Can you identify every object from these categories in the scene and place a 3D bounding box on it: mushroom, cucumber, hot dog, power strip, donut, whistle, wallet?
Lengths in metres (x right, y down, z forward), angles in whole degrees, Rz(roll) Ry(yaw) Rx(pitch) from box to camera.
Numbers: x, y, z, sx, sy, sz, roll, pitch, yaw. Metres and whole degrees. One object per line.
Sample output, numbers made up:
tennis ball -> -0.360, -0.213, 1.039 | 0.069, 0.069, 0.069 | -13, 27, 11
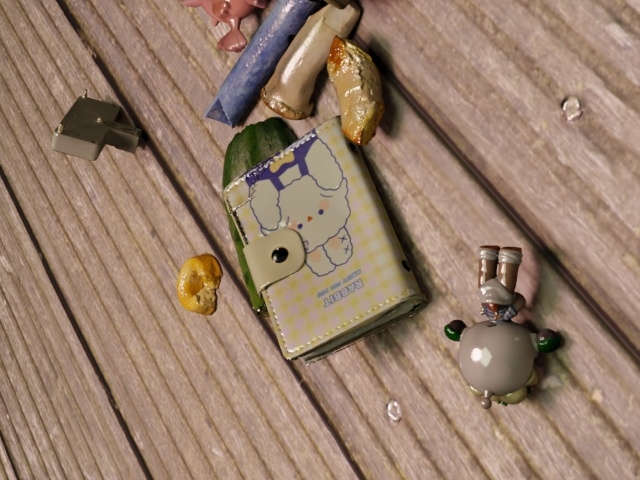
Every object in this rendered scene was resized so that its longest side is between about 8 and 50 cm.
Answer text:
mushroom -> -0.013, -0.271, 1.657 | 0.084, 0.071, 0.209 | 55, 127, 29
cucumber -> -0.078, -0.052, 1.716 | 0.145, 0.105, 0.325 | -35, 61, 47
hot dog -> 0.056, -0.209, 1.569 | 0.078, 0.061, 0.168 | -25, 70, 50
power strip -> -0.411, -0.211, 2.102 | 0.215, 0.145, 0.061 | -87, 14, -63
donut -> -0.214, 0.075, 1.937 | 0.097, 0.043, 0.108 | 20, 102, 50
whistle -> -0.093, -0.291, 1.760 | 0.304, 0.062, 0.062 | -50, 54, 40
wallet -> 0.000, 0.000, 1.577 | 0.223, 0.077, 0.309 | -30, 63, 15

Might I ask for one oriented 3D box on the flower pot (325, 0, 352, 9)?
flower pot -> -0.024, -0.483, 1.506 | 0.307, 0.307, 0.244 | 42, 104, 43

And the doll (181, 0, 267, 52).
doll -> -0.146, -0.431, 1.797 | 0.211, 0.093, 0.261 | -3, 85, 46

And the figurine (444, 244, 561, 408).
figurine -> 0.218, 0.105, 1.349 | 0.147, 0.093, 0.197 | 4, 86, 30
